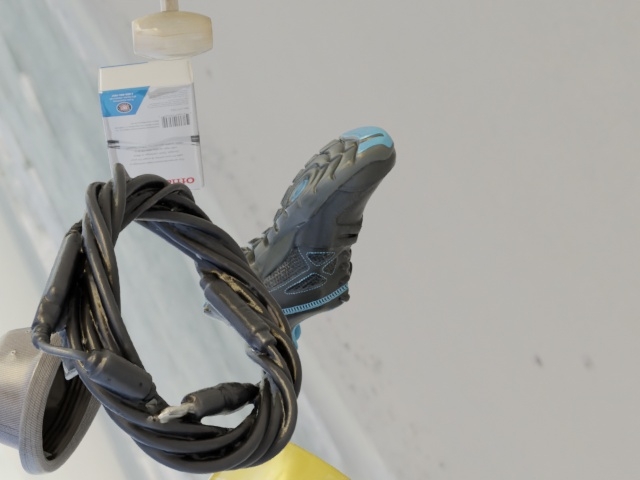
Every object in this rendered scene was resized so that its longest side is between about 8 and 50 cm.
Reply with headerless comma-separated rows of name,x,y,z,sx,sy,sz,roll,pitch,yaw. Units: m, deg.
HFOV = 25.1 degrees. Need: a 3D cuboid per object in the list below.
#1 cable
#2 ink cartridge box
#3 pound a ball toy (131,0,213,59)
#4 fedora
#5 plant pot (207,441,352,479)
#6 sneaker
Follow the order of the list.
cable,-0.069,0.034,0.742,0.150,0.047,0.184,33,-149,-17
ink cartridge box,-0.253,-0.168,2.159,0.082,0.139,0.191,-103,8,-51
pound a ball toy,-0.199,-0.337,1.306,0.208,0.135,0.319,103,150,-64
fedora,-0.403,0.202,2.059,0.275,0.124,0.244,-64,-17,-47
plant pot,-0.057,0.387,1.642,0.254,0.239,0.254,32,158,14
sneaker,0.000,0.000,1.771,0.139,0.341,0.125,36,-149,-10
